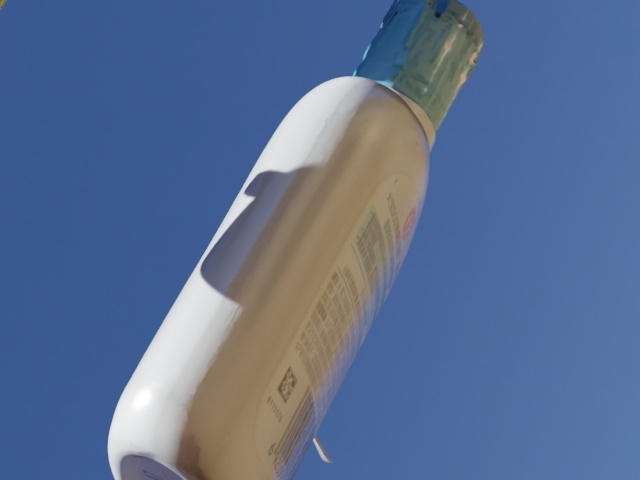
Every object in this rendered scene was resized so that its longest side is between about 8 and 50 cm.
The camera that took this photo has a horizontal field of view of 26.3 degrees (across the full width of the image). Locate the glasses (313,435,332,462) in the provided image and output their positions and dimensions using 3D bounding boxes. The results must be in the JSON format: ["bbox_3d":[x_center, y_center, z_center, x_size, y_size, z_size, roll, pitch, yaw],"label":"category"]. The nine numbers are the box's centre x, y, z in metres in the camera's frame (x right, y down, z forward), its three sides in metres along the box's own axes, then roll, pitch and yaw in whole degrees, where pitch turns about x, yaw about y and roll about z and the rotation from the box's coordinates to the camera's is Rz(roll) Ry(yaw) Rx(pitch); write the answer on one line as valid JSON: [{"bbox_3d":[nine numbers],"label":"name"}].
[{"bbox_3d":[-0.037,0.182,1.328,0.104,0.140,0.062,-9,-44,-14],"label":"glasses"}]

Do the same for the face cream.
[{"bbox_3d":[0.000,0.000,0.739,0.163,0.080,0.337,83,-149,-57],"label":"face cream"}]

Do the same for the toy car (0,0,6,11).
[{"bbox_3d":[-0.253,-0.135,0.558,0.248,0.198,0.204,30,-96,-15],"label":"toy car"}]
